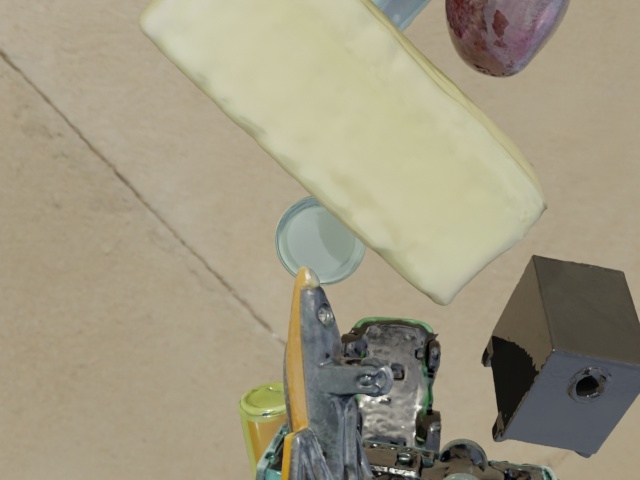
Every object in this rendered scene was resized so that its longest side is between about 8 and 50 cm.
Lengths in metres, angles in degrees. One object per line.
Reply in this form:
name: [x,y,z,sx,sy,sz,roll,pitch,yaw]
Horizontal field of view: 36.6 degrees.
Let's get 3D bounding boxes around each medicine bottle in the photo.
medicine bottle: [-0.077,0.391,1.800,0.124,0.124,0.239,-18,114,-20]

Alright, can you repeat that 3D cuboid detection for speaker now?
speaker: [0.402,0.199,1.605,0.184,0.232,0.254,11,130,-8]

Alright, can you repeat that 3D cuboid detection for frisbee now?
frisbee: [0.000,0.000,1.145,0.110,0.014,0.110,2,101,8]

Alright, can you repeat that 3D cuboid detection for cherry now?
cherry: [0.217,-0.278,1.147,0.140,0.176,0.176,31,94,-8]

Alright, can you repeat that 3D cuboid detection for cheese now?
cheese: [0.016,-0.105,0.693,0.265,0.242,0.124,43,96,-12]

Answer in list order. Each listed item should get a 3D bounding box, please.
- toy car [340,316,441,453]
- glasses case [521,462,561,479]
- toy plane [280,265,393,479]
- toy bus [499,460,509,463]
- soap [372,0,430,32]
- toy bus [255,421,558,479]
toy car: [0.137,0.341,1.968,0.213,0.176,0.359,2,71,5]
glasses case: [0.275,0.302,1.009,0.190,0.042,0.072,30,76,-15]
toy plane: [0.020,0.176,0.630,0.204,0.103,0.316,-12,105,-55]
toy bus: [0.252,0.415,1.135,0.147,0.303,0.127,-34,153,-9]
soap: [0.048,-0.405,1.199,0.446,0.261,0.156,-48,164,-2]
toy bus: [0.073,0.252,0.855,0.256,0.128,0.147,8,99,8]
